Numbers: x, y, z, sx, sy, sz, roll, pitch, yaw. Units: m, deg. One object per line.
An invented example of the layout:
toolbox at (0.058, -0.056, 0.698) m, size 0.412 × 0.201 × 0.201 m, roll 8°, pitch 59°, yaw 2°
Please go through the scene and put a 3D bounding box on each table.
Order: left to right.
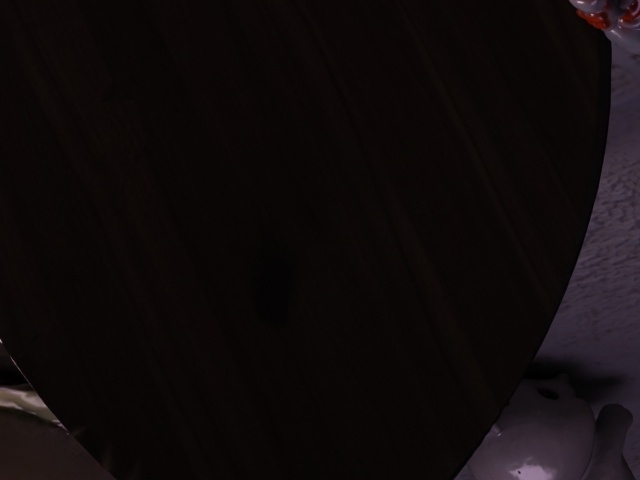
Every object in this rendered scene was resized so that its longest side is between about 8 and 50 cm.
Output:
table at (0.000, 0.000, 0.895) m, size 0.317 × 0.317 × 0.249 m, roll -2°, pitch 166°, yaw 1°

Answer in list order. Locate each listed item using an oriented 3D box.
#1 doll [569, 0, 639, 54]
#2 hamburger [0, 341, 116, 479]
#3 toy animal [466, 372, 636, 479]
doll at (0.102, -0.148, 0.730) m, size 0.180 × 0.094 × 0.079 m, roll 41°, pitch 169°, yaw -38°
hamburger at (-0.265, 0.153, 1.217) m, size 0.302 × 0.170 × 0.302 m, roll 3°, pitch 152°, yaw 2°
toy animal at (0.135, 0.129, 1.289) m, size 0.221 × 0.131 × 0.104 m, roll 44°, pitch 169°, yaw -21°
